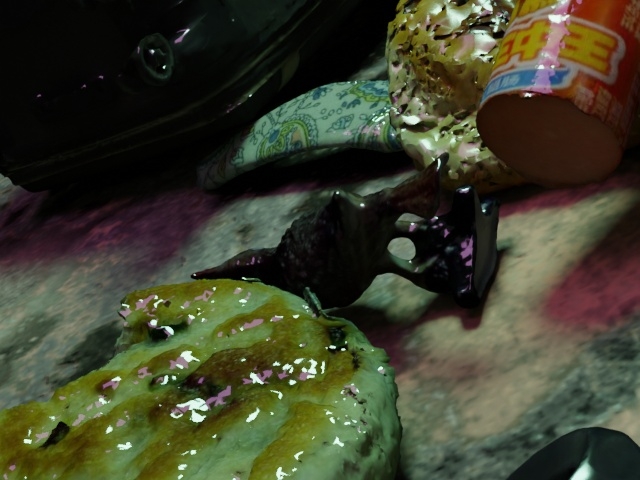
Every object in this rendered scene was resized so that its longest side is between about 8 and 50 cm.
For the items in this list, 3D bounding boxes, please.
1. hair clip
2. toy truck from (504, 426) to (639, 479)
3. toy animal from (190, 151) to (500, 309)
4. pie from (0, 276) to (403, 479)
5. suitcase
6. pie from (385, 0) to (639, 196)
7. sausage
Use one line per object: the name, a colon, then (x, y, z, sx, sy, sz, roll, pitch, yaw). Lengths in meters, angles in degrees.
hair clip: (0.006, -0.067, 1.052, 0.229, 0.036, 0.066, -11, 44, 34)
toy truck: (0.045, 0.168, 0.437, 0.224, 0.147, 0.165, -48, 3, -35)
toy animal: (0.010, 0.002, 0.857, 0.202, 0.105, 0.070, -11, 62, 42)
pie: (-0.096, 0.116, 0.763, 0.302, 0.067, 0.302, -22, 23, 10)
suitcase: (-0.091, -0.205, 1.232, 0.283, 0.194, 0.434, -15, 26, 40)
pie: (0.177, -0.144, 0.945, 0.308, 0.085, 0.308, -21, 32, 14)
sausage: (0.150, -0.157, 0.835, 0.074, 0.074, 0.274, -4, 54, 44)
